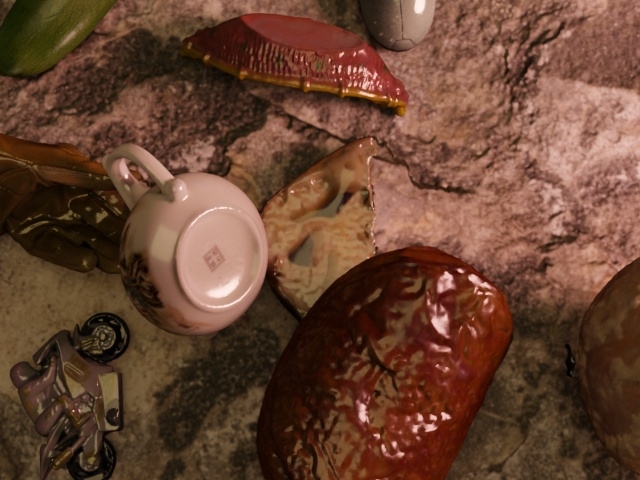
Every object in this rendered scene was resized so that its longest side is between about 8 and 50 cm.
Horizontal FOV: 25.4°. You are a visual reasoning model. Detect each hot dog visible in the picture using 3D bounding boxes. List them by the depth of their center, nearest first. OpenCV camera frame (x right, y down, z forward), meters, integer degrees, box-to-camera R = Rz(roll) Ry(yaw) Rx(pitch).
[{"bbox_3d":[0.081,0.197,1.753,0.267,0.174,0.387,34,79,-20],"label":"hot dog"}]

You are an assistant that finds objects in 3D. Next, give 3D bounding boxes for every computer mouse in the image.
[{"bbox_3d":[0.100,-0.370,1.914,0.113,0.068,0.228,-7,83,-3],"label":"computer mouse"}]

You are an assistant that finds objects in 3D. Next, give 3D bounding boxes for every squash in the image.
[{"bbox_3d":[-0.297,-0.371,1.895,0.107,0.107,0.395,39,83,5],"label":"squash"}]

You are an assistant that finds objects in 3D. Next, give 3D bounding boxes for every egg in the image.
[{"bbox_3d":[0.451,0.145,1.757,0.279,0.279,0.310,13,111,1],"label":"egg"}]

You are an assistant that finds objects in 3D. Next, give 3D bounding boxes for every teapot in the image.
[{"bbox_3d":[-0.167,0.007,1.775,0.204,0.139,0.298,-35,115,-30],"label":"teapot"}]

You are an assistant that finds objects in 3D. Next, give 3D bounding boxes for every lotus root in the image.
[{"bbox_3d":[0.000,0.000,1.865,0.170,0.074,0.260,-5,82,2],"label":"lotus root"}]

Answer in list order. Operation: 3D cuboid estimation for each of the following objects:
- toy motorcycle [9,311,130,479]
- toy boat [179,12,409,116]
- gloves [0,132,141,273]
[{"bbox_3d":[-0.329,0.201,1.836,0.152,0.073,0.225,4,81,2],"label":"toy motorcycle"},{"bbox_3d":[-0.032,-0.242,1.887,0.318,0.099,0.141,15,42,2],"label":"toy boat"},{"bbox_3d":[-0.355,-0.056,1.831,0.331,0.141,0.154,23,82,-19],"label":"gloves"}]
